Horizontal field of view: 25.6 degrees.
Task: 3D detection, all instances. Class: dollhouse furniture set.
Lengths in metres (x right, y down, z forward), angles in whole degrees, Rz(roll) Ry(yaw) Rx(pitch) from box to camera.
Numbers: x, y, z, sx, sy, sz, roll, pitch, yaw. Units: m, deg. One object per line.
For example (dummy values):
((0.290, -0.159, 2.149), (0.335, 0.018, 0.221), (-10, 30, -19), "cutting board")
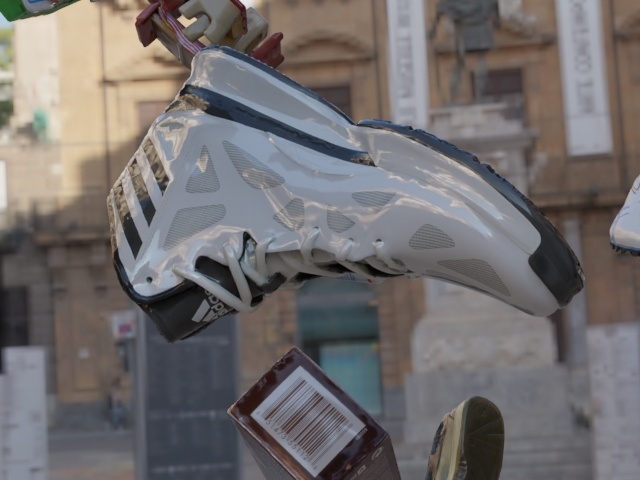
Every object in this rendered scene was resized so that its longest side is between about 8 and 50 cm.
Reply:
((-0.175, -0.356, 2.186), (0.152, 0.201, 0.374), (-45, -8, -11), "dollhouse furniture set")

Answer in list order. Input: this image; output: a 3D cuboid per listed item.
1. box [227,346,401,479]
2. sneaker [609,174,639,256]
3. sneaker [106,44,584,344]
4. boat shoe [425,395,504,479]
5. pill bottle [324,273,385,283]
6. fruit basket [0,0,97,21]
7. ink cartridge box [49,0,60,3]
((0.004, 0.317, 2.014), (0.143, 0.191, 0.381), (-44, -24, -11), "box")
((0.348, -0.046, 1.423), (0.085, 0.086, 0.237), (8, 26, 23), "sneaker")
((-0.007, 0.019, 1.228), (0.447, 0.257, 0.169), (28, -14, 33), "sneaker")
((0.150, 0.282, 1.548), (0.080, 0.223, 0.073), (24, -30, -21), "boat shoe")
((0.000, 0.000, 1.630), (0.160, 0.087, 0.087), (6, -3, 15), "pill bottle")
((-0.348, -0.432, 1.599), (0.165, 0.353, 0.327), (-17, 9, 6), "fruit basket")
((-0.344, -0.310, 1.104), (0.272, 0.130, 0.309), (18, 0, 3), "ink cartridge box")
